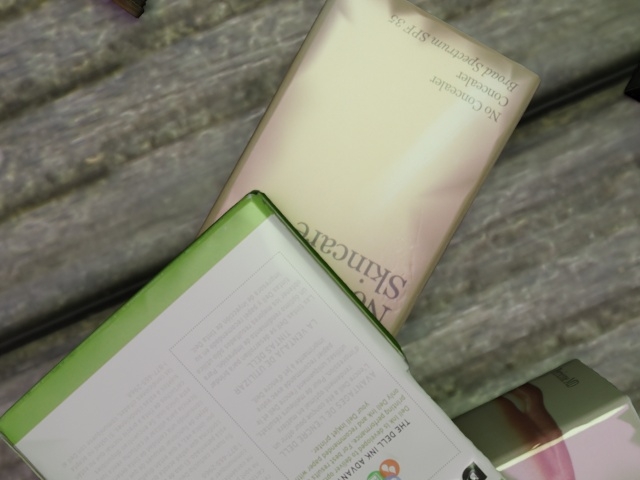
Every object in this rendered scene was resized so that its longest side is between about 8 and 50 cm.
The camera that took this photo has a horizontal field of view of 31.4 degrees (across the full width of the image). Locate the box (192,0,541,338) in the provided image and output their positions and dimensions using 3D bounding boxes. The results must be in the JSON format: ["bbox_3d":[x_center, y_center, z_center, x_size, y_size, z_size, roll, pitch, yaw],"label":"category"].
[{"bbox_3d":[0.000,0.000,0.749,0.148,0.121,0.311,28,92,-1],"label":"box"}]

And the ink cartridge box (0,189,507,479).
[{"bbox_3d":[-0.021,0.126,0.646,0.189,0.097,0.255,-42,94,1],"label":"ink cartridge box"}]

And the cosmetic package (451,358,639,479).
[{"bbox_3d":[0.077,0.205,0.741,0.296,0.153,0.129,-26,92,0],"label":"cosmetic package"}]

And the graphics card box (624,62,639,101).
[{"bbox_3d":[0.303,-0.173,0.616,0.094,0.371,0.232,28,93,0],"label":"graphics card box"}]

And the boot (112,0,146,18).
[{"bbox_3d":[-0.163,-0.259,0.764,0.106,0.082,0.219,-40,89,4],"label":"boot"}]
